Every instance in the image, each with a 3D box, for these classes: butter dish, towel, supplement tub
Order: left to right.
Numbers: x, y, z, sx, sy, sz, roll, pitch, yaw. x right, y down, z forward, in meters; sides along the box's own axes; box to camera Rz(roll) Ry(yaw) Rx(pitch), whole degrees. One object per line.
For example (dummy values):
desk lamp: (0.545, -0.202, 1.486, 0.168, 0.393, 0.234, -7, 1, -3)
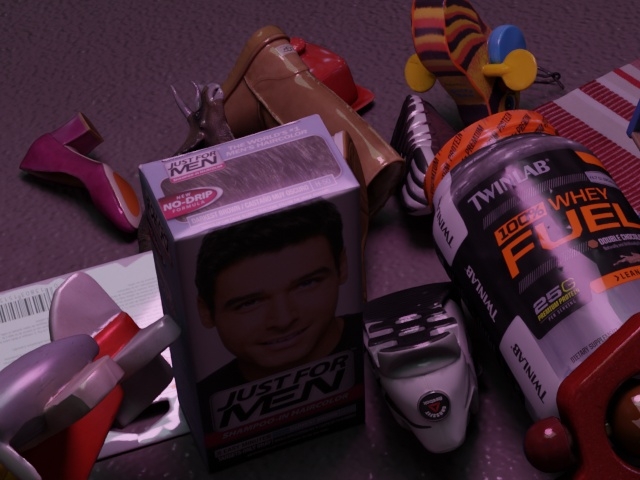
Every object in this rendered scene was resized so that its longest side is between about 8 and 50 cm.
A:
butter dish: (-0.031, -0.227, 2.230, 0.160, 0.118, 0.160, 26, 47, 36)
supplement tub: (0.252, 0.035, 1.690, 0.207, 0.207, 0.338, -19, 56, -15)
towel: (0.408, -0.127, 2.052, 0.329, 0.037, 0.237, -26, 48, -31)

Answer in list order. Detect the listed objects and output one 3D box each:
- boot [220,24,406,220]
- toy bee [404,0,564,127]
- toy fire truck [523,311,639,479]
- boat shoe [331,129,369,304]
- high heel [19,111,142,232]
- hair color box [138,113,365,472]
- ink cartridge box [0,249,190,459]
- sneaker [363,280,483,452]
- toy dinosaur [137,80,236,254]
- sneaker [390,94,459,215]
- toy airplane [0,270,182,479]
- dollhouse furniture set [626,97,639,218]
boot: (-0.033, -0.110, 2.066, 0.089, 0.236, 0.269, -19, 59, -39)
toy bee: (0.220, -0.205, 2.111, 0.195, 0.298, 0.162, -10, 62, 59)
toy fire truck: (0.320, 0.215, 1.454, 0.254, 0.302, 0.169, -16, 6, -10)
boat shoe: (0.000, 0.000, 1.879, 0.096, 0.098, 0.277, -7, 63, 19)
high heel: (-0.320, -0.067, 2.124, 0.117, 0.082, 0.244, -39, 53, 5)
hair color box: (-0.061, 0.063, 1.628, 0.185, 0.374, 0.113, -17, 49, -13)
ink cartridge box: (-0.231, 0.140, 1.833, 0.275, 0.060, 0.239, -15, 62, -11)
sneaker: (0.111, 0.137, 1.741, 0.122, 0.146, 0.330, -15, 12, 9)
toy dinosaur: (-0.159, -0.038, 2.025, 0.160, 0.121, 0.313, 17, 74, 34)
sneaker: (0.177, -0.090, 2.055, 0.162, 0.106, 0.281, 14, 26, -10)
toy airplane: (-0.304, 0.187, 1.517, 0.272, 0.386, 0.384, 30, 18, -16)
dollhouse furniture set: (0.473, -0.037, 1.710, 0.198, 0.303, 0.286, -6, 46, -18)
